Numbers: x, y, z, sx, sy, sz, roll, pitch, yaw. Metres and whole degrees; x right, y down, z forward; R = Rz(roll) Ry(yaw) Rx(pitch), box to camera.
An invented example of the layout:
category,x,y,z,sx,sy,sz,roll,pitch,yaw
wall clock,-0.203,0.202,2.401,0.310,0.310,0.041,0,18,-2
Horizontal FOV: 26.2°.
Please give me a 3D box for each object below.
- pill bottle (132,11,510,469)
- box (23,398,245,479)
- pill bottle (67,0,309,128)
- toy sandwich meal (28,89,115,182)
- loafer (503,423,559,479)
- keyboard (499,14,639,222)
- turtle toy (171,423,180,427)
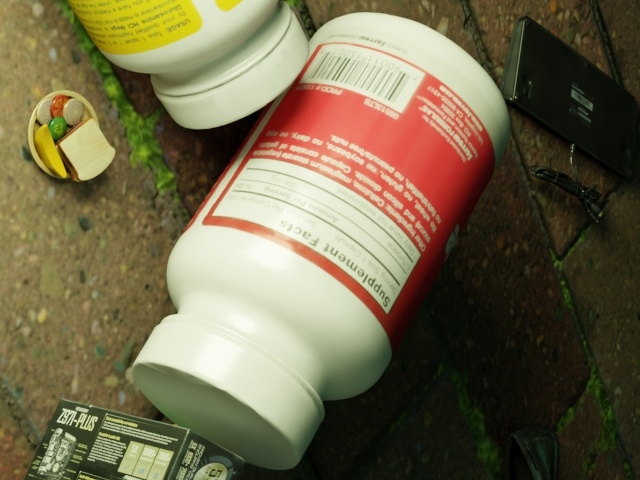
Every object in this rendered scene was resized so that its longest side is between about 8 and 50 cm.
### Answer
category,x,y,z,sx,sy,sz,roll,pitch,yaw
pill bottle,0.000,0.000,1.303,0.229,0.229,0.408,52,58,-38
box,-0.174,0.227,1.174,0.077,0.180,0.147,38,66,-42
pill bottle,-0.143,-0.264,1.147,0.188,0.188,0.334,-52,129,-30
toy sandwich meal,-0.218,-0.090,1.201,0.085,0.029,0.085,-7,100,-47
loafer,0.263,0.346,1.750,0.078,0.076,0.223,-2,92,-42
keyboard,0.325,-0.145,1.789,0.317,0.033,0.201,24,70,-45
turtle toy,-0.140,0.238,1.297,0.095,0.066,0.130,-25,113,-43
